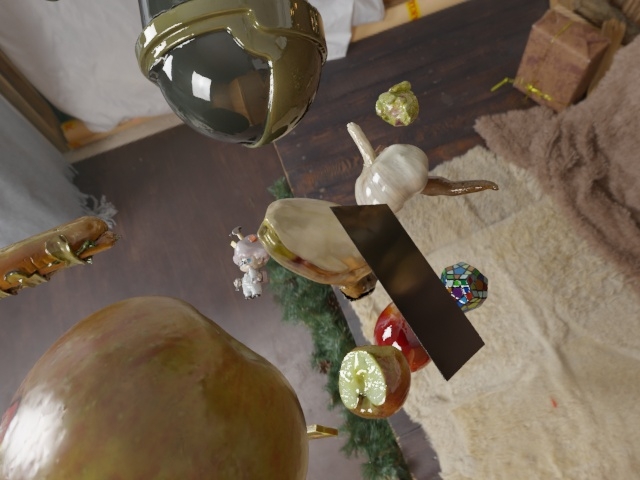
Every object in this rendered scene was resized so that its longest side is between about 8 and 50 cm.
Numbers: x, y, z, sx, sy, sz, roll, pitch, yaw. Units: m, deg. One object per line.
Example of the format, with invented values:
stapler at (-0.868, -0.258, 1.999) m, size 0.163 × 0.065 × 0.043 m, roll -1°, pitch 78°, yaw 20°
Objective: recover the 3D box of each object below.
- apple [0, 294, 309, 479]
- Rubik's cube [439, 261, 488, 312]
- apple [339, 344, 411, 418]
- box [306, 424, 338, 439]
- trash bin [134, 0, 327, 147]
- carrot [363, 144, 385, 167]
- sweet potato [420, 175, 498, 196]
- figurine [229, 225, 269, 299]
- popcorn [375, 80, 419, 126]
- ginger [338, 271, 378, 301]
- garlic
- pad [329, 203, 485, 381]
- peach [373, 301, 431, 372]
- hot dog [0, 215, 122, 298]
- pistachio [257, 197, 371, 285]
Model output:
apple at (-0.199, 0.256, 0.654) m, size 0.400 × 0.400 × 0.333 m, roll 36°, pitch 97°, yaw 19°
Rubik's cube at (0.365, 0.121, 1.268) m, size 0.133 × 0.111 × 0.133 m, roll -14°, pitch 28°, yaw 8°
apple at (0.144, 0.358, 1.256) m, size 0.160 × 0.195 × 0.173 m, roll 20°, pitch 55°, yaw -31°
box at (-0.028, 0.585, 1.505) m, size 0.089 × 0.156 × 0.022 m, roll 28°, pitch 52°, yaw -30°
trash bin at (-0.110, -0.270, 0.563) m, size 0.214 × 0.214 × 0.333 m, roll -12°, pitch 92°, yaw 0°
carrot at (0.148, -0.226, 1.360) m, size 0.032 × 0.032 × 0.093 m, roll 27°, pitch 59°, yaw 16°
sweet potato at (0.301, -0.124, 1.134) m, size 0.214 × 0.050 × 0.050 m, roll 9°, pitch 61°, yaw 50°
figurine at (-0.209, 0.066, 1.515) m, size 0.137 × 0.112 × 0.228 m, roll -23°, pitch 66°, yaw 40°
popcorn at (0.187, -0.315, 1.163) m, size 0.097 × 0.109 × 0.089 m, roll 19°, pitch 71°, yaw 40°
ginger at (0.139, 0.150, 1.772) m, size 0.107 × 0.309 × 0.132 m, roll -1°, pitch 86°, yaw 23°
garlic at (0.133, -0.177, 1.138) m, size 0.199 × 0.199 × 0.226 m, roll -44°, pitch 101°, yaw -14°
pad at (0.091, 0.039, 0.495) m, size 0.004 × 0.127 × 0.190 m, roll -42°, pitch 71°, yaw 29°
peach at (0.265, 0.296, 1.560) m, size 0.200 × 0.243 × 0.243 m, roll 7°, pitch 63°, yaw -24°
hot dog at (-0.467, 0.032, 0.821) m, size 0.270 × 0.109 × 0.072 m, roll -24°, pitch 83°, yaw -9°
pistachio at (0.000, 0.000, 0.811) m, size 0.201 × 0.117 × 0.145 m, roll 19°, pitch 48°, yaw 2°
